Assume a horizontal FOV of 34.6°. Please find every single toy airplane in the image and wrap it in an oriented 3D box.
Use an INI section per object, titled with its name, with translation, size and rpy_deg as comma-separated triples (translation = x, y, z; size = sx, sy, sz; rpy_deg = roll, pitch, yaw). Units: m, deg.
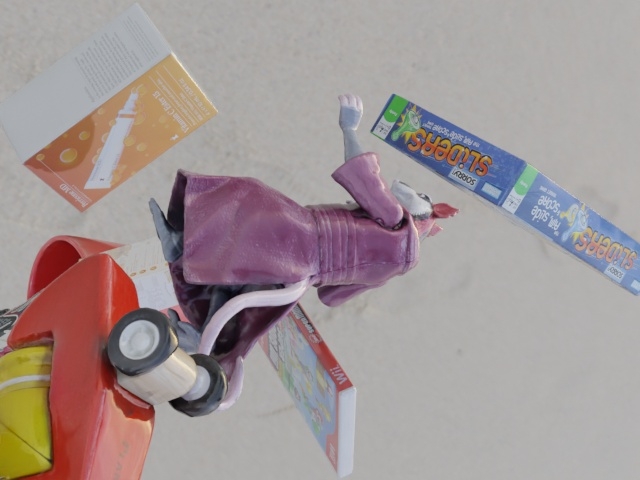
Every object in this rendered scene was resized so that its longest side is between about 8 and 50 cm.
[toy airplane]
translation = -0.261, 0.241, 0.881
size = 0.384, 0.272, 0.386
rpy_deg = -45, 135, -62

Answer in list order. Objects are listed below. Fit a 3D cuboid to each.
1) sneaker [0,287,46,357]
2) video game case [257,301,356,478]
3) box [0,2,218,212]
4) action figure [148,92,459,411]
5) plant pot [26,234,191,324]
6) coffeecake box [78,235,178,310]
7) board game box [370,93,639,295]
[sneaker]
translation = -0.451, 0.119, 1.325
size = 0.299, 0.112, 0.121
rpy_deg = -21, 176, 24
[video game case]
translation = -0.031, 0.160, 1.405
size = 0.025, 0.285, 0.204
rpy_deg = -21, 140, -19
[box]
translation = -0.411, -0.252, 1.990
size = 0.345, 0.168, 0.215
rpy_deg = -36, 148, 2
[action figure]
translation = 0.000, 0.000, 1.190
size = 0.370, 0.275, 0.248
rpy_deg = -9, 125, -16
[plant pot]
translation = -0.364, 0.122, 1.857
size = 0.243, 0.275, 0.275
rpy_deg = -1, 122, -40
[coffeecake box]
translation = -0.282, 0.058, 1.588
size = 0.186, 0.142, 0.068
rpy_deg = -17, 115, 1
[board game box]
translation = 0.145, -0.031, 0.745
size = 0.201, 0.136, 0.035
rpy_deg = 26, 97, -43
